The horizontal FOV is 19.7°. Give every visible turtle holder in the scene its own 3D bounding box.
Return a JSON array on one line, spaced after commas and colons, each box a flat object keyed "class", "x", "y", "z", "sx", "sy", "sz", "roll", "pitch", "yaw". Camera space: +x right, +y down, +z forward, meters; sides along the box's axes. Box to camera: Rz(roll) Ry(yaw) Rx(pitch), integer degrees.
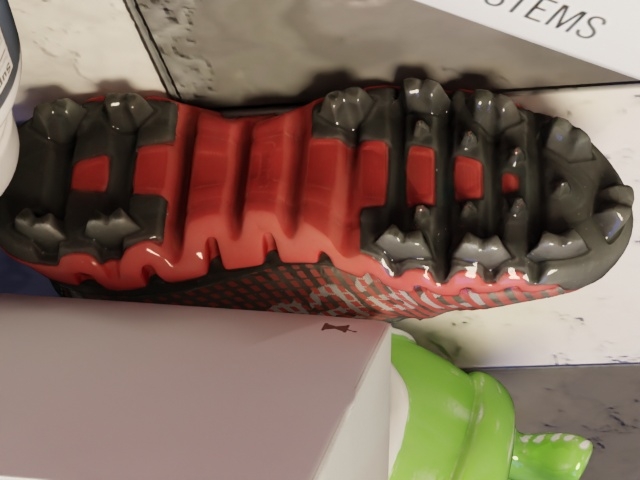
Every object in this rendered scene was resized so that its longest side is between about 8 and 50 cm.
[{"class": "turtle holder", "x": -0.021, "y": 0.150, "z": 0.965, "sx": 0.227, "sy": 0.243, "sz": 0.320, "roll": 26, "pitch": 180, "yaw": -1}]

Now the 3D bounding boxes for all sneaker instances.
[{"class": "sneaker", "x": 0.000, "y": 0.000, "z": 0.806, "sx": 0.276, "sy": 0.098, "sz": 0.135, "roll": 0, "pitch": 148, "yaw": 13}]

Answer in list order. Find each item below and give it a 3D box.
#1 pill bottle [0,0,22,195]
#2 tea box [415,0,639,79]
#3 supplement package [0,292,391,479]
[{"class": "pill bottle", "x": -0.170, "y": -0.082, "z": 0.688, "sx": 0.108, "sy": 0.108, "sz": 0.180, "roll": 2, "pitch": 149, "yaw": 5}, {"class": "tea box", "x": 0.115, "y": -0.204, "z": 0.336, "sx": 0.329, "sy": 0.220, "sz": 0.323, "roll": 17, "pitch": 146, "yaw": -19}, {"class": "supplement package", "x": -0.085, "y": 0.176, "z": 0.716, "sx": 0.198, "sy": 0.199, "sz": 0.263, "roll": 4, "pitch": 106, "yaw": 10}]
